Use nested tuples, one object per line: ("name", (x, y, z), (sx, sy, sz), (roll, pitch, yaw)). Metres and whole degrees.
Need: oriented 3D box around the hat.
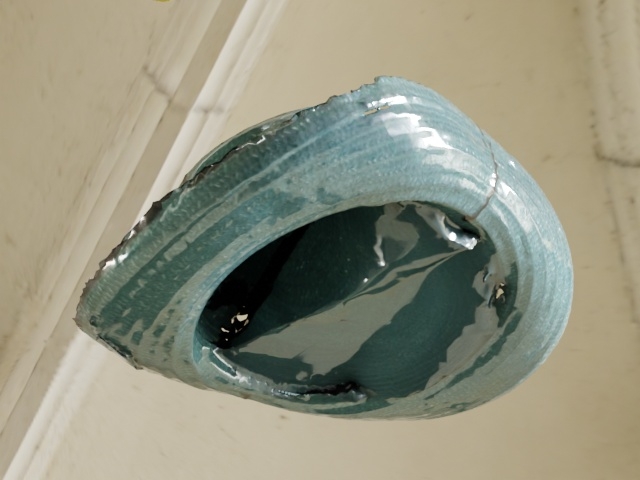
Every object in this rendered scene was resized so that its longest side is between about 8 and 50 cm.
("hat", (0.000, 0.000, 0.567), (0.138, 0.191, 0.078), (-40, -131, 21))
